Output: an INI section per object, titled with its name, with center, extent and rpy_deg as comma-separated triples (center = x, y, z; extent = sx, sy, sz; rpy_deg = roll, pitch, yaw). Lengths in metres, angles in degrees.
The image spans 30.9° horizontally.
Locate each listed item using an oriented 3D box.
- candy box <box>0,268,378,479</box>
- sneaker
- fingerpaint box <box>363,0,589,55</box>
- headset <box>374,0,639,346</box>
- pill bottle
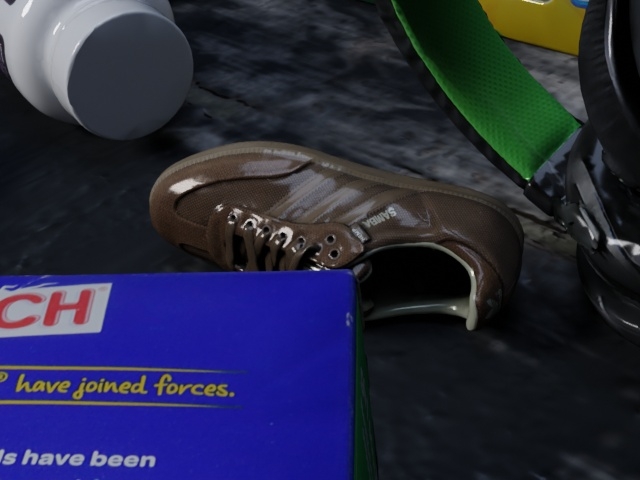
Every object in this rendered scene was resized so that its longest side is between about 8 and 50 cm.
[candy box]
center = -0.118, 0.141, 0.295
extent = 0.268, 0.122, 0.317
rpy_deg = -1, 34, 4
[sneaker]
center = 0.000, 0.000, 0.549
extent = 0.189, 0.066, 0.071
rpy_deg = 5, 35, 13
[fingerpaint box]
center = 0.141, -0.361, 0.744
extent = 0.371, 0.444, 0.163
rpy_deg = 22, 42, 32
[headset]
center = 0.152, -0.022, 0.455
extent = 0.394, 0.243, 0.185
rpy_deg = 38, 74, 22
[pill bottle]
center = -0.157, -0.137, 0.730
extent = 0.108, 0.108, 0.193
rpy_deg = -20, 38, -24
